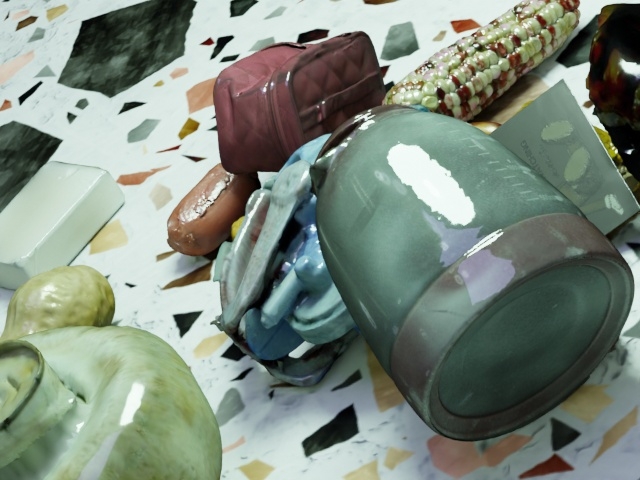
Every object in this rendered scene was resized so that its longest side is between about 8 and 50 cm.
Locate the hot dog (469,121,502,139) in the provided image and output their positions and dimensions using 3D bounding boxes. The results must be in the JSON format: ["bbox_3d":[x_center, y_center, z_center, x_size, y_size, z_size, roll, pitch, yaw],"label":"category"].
[{"bbox_3d":[0.115,-0.076,2.031,0.250,0.076,0.104,-8,58,34],"label":"hot dog"}]

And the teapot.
[{"bbox_3d":[0.145,0.002,1.729,0.233,0.315,0.312,-57,50,26],"label":"teapot"}]

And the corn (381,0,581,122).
[{"bbox_3d":[0.192,-0.203,2.129,0.280,0.092,0.092,-34,34,-16],"label":"corn"}]

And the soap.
[{"bbox_3d":[-0.350,-0.019,2.298,0.121,0.064,0.183,10,50,42],"label":"soap"}]

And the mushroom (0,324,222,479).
[{"bbox_3d":[-0.260,0.223,1.742,0.352,0.260,0.352,-22,37,18],"label":"mushroom"}]

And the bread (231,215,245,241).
[{"bbox_3d":[-0.066,-0.006,2.089,0.083,0.046,0.081,-4,35,35],"label":"bread"}]

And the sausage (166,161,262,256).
[{"bbox_3d":[-0.127,-0.037,2.149,0.076,0.076,0.141,16,53,47],"label":"sausage"}]

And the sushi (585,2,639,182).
[{"bbox_3d":[0.373,-0.165,1.810,0.215,0.212,0.227,-16,38,52],"label":"sushi"}]

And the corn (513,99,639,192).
[{"bbox_3d":[0.273,-0.097,1.941,0.068,0.068,0.207,-36,36,-10],"label":"corn"}]

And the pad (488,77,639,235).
[{"bbox_3d":[0.243,-0.066,1.885,0.127,0.004,0.190,-38,53,19],"label":"pad"}]

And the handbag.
[{"bbox_3d":[-0.020,-0.161,2.136,0.135,0.146,0.225,-1,17,33],"label":"handbag"}]

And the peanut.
[{"bbox_3d":[-0.321,0.116,2.049,0.110,0.120,0.236,29,49,8],"label":"peanut"}]

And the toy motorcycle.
[{"bbox_3d":[-0.012,-0.016,1.919,0.241,0.182,0.319,6,52,23],"label":"toy motorcycle"}]
